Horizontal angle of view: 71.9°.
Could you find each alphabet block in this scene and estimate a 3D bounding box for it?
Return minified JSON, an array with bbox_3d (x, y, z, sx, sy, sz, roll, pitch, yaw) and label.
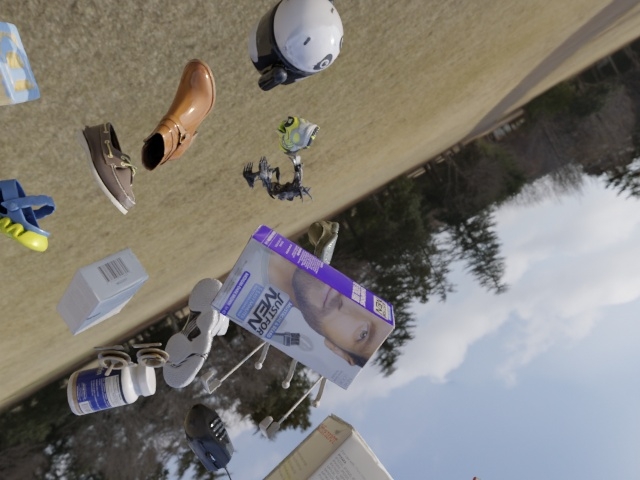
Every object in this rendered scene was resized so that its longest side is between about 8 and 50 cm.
[{"bbox_3d":[-0.864,-0.432,1.101,0.196,0.194,0.192,-11,-158,-9],"label":"alphabet block"}]

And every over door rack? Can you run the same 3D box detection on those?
[{"bbox_3d":[-0.122,0.377,1.190,0.239,0.108,0.324,22,-151,32],"label":"over door rack"}]

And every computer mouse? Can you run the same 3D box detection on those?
[{"bbox_3d":[-0.160,0.382,0.718,0.071,0.242,0.041,-35,165,11],"label":"computer mouse"}]

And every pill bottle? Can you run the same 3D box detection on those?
[{"bbox_3d":[-0.746,0.523,1.595,0.264,0.153,0.153,-10,175,-11],"label":"pill bottle"}]

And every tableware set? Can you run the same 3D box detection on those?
[{"bbox_3d":[-0.523,0.338,1.232,0.193,0.039,0.128,-3,139,0],"label":"tableware set"}]

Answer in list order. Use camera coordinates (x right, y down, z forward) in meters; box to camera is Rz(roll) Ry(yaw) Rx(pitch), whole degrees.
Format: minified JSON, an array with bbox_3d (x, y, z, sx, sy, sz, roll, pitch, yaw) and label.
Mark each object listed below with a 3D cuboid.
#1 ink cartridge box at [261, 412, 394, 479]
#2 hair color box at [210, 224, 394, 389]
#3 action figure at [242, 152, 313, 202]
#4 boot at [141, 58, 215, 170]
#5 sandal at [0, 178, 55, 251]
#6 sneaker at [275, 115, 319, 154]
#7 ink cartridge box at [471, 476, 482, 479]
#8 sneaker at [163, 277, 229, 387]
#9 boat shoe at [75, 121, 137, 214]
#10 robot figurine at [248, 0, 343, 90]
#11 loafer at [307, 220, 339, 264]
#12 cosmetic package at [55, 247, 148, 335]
[{"bbox_3d":[-0.041,0.612,1.022,0.384,0.160,0.279,-40,176,-17],"label":"ink cartridge box"},{"bbox_3d":[-0.035,0.139,0.929,0.185,0.338,0.110,-57,-175,17],"label":"hair color box"},{"bbox_3d":[-0.137,-0.212,1.466,0.275,0.141,0.164,24,-146,36],"label":"action figure"},{"bbox_3d":[-0.392,-0.334,1.187,0.284,0.109,0.220,-55,-173,33],"label":"boot"},{"bbox_3d":[-0.809,-0.100,1.117,0.138,0.317,0.126,-61,-172,-15],"label":"sandal"},{"bbox_3d":[-0.129,-0.489,1.997,0.145,0.147,0.384,-62,-161,-9],"label":"sneaker"},{"bbox_3d":[0.271,0.537,0.748,0.128,0.127,0.176,-11,127,-64],"label":"ink cartridge box"},{"bbox_3d":[-0.408,0.327,1.516,0.137,0.366,0.210,13,156,6],"label":"sneaker"},{"bbox_3d":[-0.555,-0.204,1.180,0.096,0.324,0.117,-31,149,-12],"label":"boat shoe"},{"bbox_3d":[-0.063,-0.463,1.036,0.173,0.209,0.278,-9,-170,-29],"label":"robot figurine"},{"bbox_3d":[0.000,0.000,1.303,0.087,0.095,0.251,16,-164,0],"label":"loafer"},{"bbox_3d":[-0.471,0.114,0.947,0.117,0.086,0.231,-32,176,-46],"label":"cosmetic package"}]
